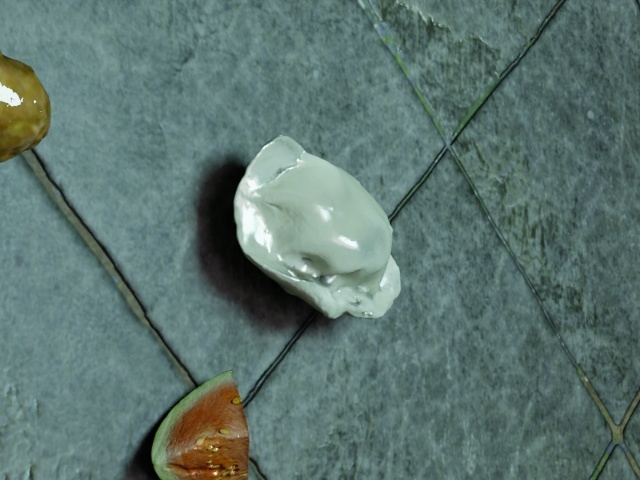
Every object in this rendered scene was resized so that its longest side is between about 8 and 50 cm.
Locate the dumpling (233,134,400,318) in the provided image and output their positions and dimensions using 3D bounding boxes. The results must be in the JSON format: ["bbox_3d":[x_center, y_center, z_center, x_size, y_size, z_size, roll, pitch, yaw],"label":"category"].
[{"bbox_3d":[0.000,0.000,1.513,0.250,0.132,0.162,43,54,-32],"label":"dumpling"}]

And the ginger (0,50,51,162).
[{"bbox_3d":[-0.368,-0.181,1.172,0.321,0.172,0.165,56,14,-31],"label":"ginger"}]

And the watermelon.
[{"bbox_3d":[-0.101,0.190,1.419,0.125,0.094,0.135,26,63,-31],"label":"watermelon"}]
